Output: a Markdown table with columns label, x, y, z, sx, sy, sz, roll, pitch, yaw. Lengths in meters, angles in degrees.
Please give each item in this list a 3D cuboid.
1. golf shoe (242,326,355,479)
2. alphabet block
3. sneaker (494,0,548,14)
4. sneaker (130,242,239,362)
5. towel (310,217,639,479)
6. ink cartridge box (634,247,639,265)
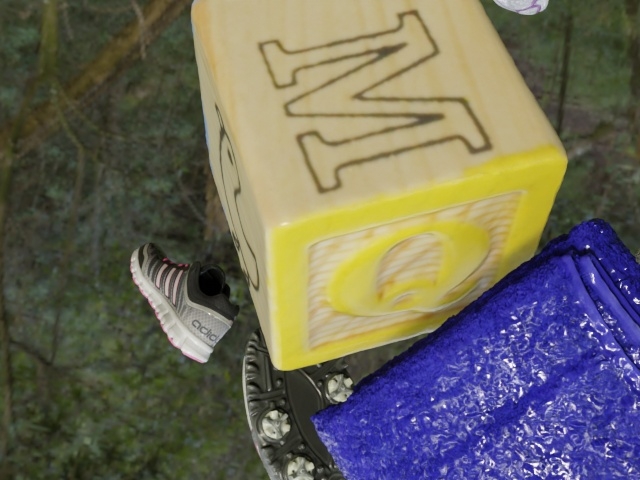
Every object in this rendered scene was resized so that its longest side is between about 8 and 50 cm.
| label | x | y | z | sx | sy | sz | roll | pitch | yaw |
| --- | --- | --- | --- | --- | --- | --- | --- | --- | --- |
| golf shoe | -0.010 | 0.201 | 0.840 | 0.105 | 0.272 | 0.120 | -23 | 180 | -32 |
| alphabet block | 0.030 | -0.054 | 0.683 | 0.194 | 0.197 | 0.192 | -15 | 147 | -9 |
| sneaker | 0.356 | -0.546 | 1.823 | 0.114 | 0.152 | 0.305 | 2 | 152 | 38 |
| sneaker | -0.128 | 0.045 | 0.953 | 0.063 | 0.075 | 0.170 | 46 | -178 | -41 |
| towel | 0.158 | 0.168 | 0.548 | 0.308 | 0.228 | 0.076 | 54 | -164 | 11 |
| ink cartridge box | 0.316 | 0.136 | 0.623 | 0.324 | 0.330 | 0.071 | 35 | -174 | 25 |
